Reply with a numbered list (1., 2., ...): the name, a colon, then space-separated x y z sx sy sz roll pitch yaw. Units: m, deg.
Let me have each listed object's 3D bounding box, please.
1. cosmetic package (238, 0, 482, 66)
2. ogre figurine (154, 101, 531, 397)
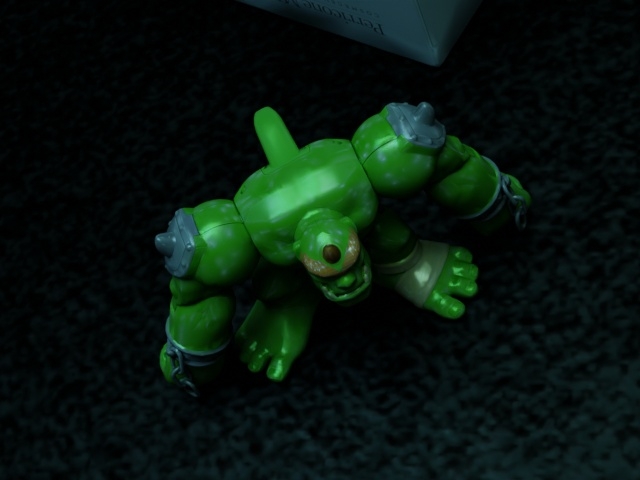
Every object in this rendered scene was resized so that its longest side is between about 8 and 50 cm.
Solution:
1. cosmetic package: -0.101 -0.261 0.756 0.377 0.284 0.097 23 67 28
2. ogre figurine: 0.000 0.000 0.663 0.197 0.118 0.097 -11 57 12
